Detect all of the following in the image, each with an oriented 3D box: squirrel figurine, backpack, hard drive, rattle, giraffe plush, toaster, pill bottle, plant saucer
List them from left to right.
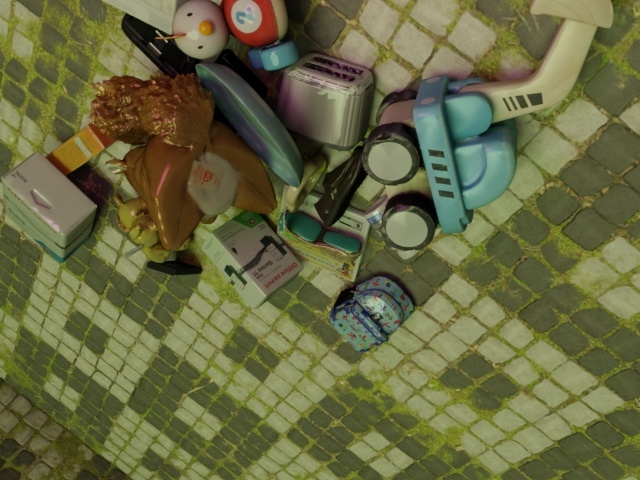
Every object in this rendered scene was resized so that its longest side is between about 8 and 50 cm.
[{"bbox_3d":[-0.467,-0.051,1.871,0.170,0.210,0.181,48,140,31],"label":"giraffe plush"},{"bbox_3d":[-0.346,-0.202,1.580,0.370,0.281,0.397,21,135,53],"label":"squirrel figurine"},{"bbox_3d":[-0.405,0.077,1.944,0.094,0.135,0.022,14,95,21],"label":"hard drive"},{"bbox_3d":[-0.133,-0.240,1.416,0.317,0.043,0.317,48,173,8],"label":"plant saucer"},{"bbox_3d":[-0.084,-0.128,1.578,0.142,0.130,0.200,30,121,-7],"label":"rattle"},{"bbox_3d":[0.016,-0.282,1.417,0.227,0.129,0.146,23,130,17],"label":"toaster"},{"bbox_3d":[0.132,0.176,1.707,0.173,0.117,0.158,-29,107,39],"label":"backpack"},{"bbox_3d":[0.166,-0.029,1.554,0.078,0.078,0.137,-31,105,42],"label":"pill bottle"}]

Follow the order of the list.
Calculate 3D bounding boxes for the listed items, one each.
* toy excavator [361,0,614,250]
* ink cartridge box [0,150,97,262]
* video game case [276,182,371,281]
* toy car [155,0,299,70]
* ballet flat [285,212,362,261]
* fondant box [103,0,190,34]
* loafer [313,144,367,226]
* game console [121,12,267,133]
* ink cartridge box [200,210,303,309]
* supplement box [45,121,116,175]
[{"bbox_3d":[0.303,-0.225,1.268,0.445,0.222,0.433,-8,120,19],"label":"toy excavator"},{"bbox_3d":[-0.764,-0.086,1.965,0.223,0.129,0.307,44,154,-5],"label":"ink cartridge box"},{"bbox_3d":[0.003,-0.020,1.696,0.227,0.026,0.206,23,132,13],"label":"video game case"},{"bbox_3d":[-0.195,-0.412,1.328,0.210,0.238,0.219,-139,28,-67],"label":"toy car"},{"bbox_3d":[0.000,0.000,1.650,0.206,0.073,0.067,27,147,15],"label":"ballet flat"},{"bbox_3d":[-0.356,-0.621,1.401,0.238,0.096,0.330,28,132,10],"label":"fondant box"},{"bbox_3d":[0.041,-0.128,1.543,0.078,0.080,0.220,38,124,11],"label":"loafer"},{"bbox_3d":[-0.299,-0.396,1.577,0.361,0.044,0.213,44,132,-7],"label":"game console"},{"bbox_3d":[-0.167,0.043,1.726,0.208,0.153,0.087,49,140,4],"label":"ink cartridge box"},{"bbox_3d":[-0.636,-0.249,1.862,0.233,0.078,0.080,-23,110,40],"label":"supplement box"}]
